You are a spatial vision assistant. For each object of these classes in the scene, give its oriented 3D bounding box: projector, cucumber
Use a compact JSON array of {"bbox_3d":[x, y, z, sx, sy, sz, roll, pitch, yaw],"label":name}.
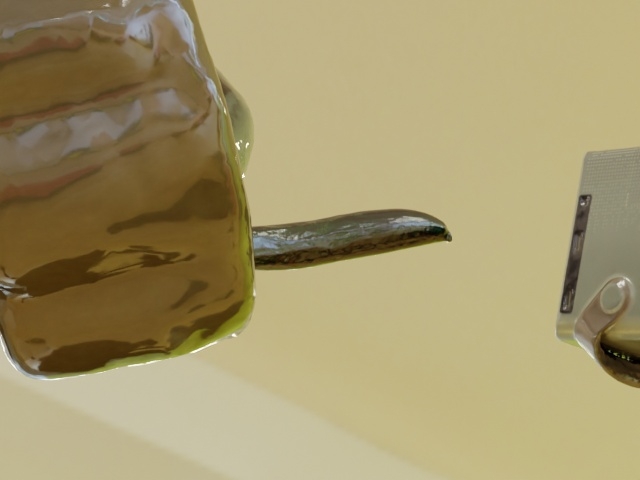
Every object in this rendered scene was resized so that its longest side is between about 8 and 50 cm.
[{"bbox_3d":[0.351,0.028,1.802,0.163,0.242,0.177,21,-15,-36],"label":"projector"},{"bbox_3d":[0.000,0.000,1.874,0.284,0.056,0.056,-6,-35,-16],"label":"cucumber"}]

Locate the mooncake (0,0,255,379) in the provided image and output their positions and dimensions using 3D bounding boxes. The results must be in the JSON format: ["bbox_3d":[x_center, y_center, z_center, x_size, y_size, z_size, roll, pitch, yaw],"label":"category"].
[{"bbox_3d":[-0.193,-0.075,1.353,0.201,0.378,0.378,-15,-35,-12],"label":"mooncake"}]

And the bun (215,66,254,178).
[{"bbox_3d":[-0.201,-0.069,1.766,0.283,0.283,0.179,0,-55,0],"label":"bun"}]
